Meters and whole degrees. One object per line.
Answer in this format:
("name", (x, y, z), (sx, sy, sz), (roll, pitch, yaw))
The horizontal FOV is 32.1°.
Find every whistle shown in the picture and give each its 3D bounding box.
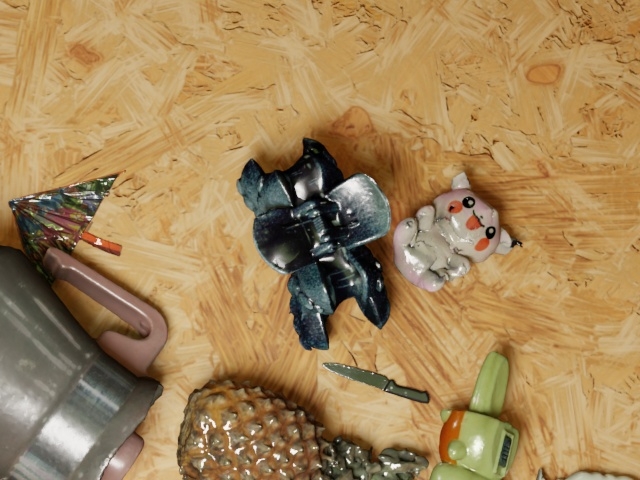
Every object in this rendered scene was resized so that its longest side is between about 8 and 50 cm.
("whistle", (0.222, 0.302, 1.605), (0.106, 0.131, 0.288), (3, 72, 38))

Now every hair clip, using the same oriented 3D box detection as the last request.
("hair clip", (-0.001, -0.004, 1.610), (0.194, 0.206, 0.310), (-23, 81, -7))

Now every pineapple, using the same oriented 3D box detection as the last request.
("pineapple", (-0.020, 0.302, 1.566), (0.361, 0.175, 0.175), (12, 75, -12))

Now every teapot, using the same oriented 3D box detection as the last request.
("teapot", (-0.390, 0.179, 1.509), (0.361, 0.305, 0.376), (37, 46, -5))

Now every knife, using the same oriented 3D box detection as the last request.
("knife", (0.084, 0.211, 1.667), (0.170, 0.010, 0.023), (18, 75, 0))

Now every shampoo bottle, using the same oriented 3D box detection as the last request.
("shampoo bottle", (0.391, 0.374, 1.640), (0.152, 0.045, 0.077), (13, 77, -5))

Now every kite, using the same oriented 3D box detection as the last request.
("kite", (-0.383, -0.026, 1.677), (0.189, 0.009, 0.232), (26, 75, 1))

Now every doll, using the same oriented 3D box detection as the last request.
("doll", (0.199, -0.004, 1.692), (0.192, 0.095, 0.149), (-33, 88, -15))
